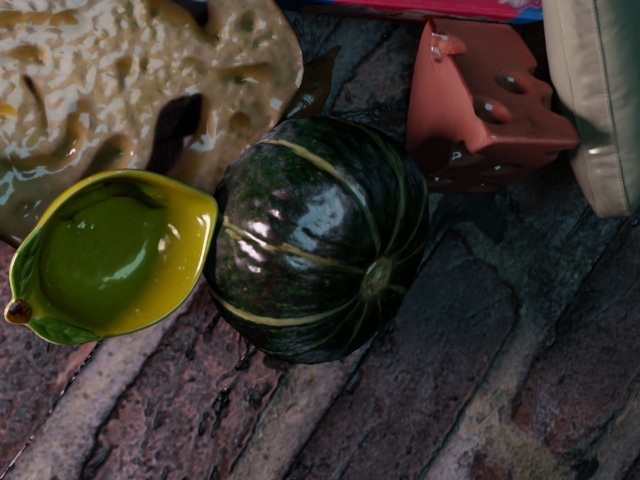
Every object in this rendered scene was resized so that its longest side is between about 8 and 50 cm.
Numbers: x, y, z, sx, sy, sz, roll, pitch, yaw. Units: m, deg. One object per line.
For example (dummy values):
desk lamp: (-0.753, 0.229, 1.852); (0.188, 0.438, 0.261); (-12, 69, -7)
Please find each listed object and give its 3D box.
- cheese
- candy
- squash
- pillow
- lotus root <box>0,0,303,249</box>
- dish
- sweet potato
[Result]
cheese: (0.170, -0.159, 1.049); (0.128, 0.203, 0.177); (-1, 78, -19)
candy: (0.101, -0.325, 1.053); (0.306, 0.100, 0.157); (-1, 93, -22)
squash: (0.000, 0.000, 0.956); (0.252, 0.165, 0.252); (-35, 140, -36)
pillow: (0.327, -0.212, 1.070); (0.255, 0.120, 0.322); (-46, 127, -52)
lotus root: (-0.196, -0.165, 0.918); (0.375, 0.111, 0.390); (-4, 100, -22)
dish: (-0.193, 0.008, 0.854); (0.208, 0.080, 0.148); (-28, 115, -21)
sweet potato: (-0.008, -0.171, 1.043); (0.049, 0.049, 0.117); (40, 71, -18)
